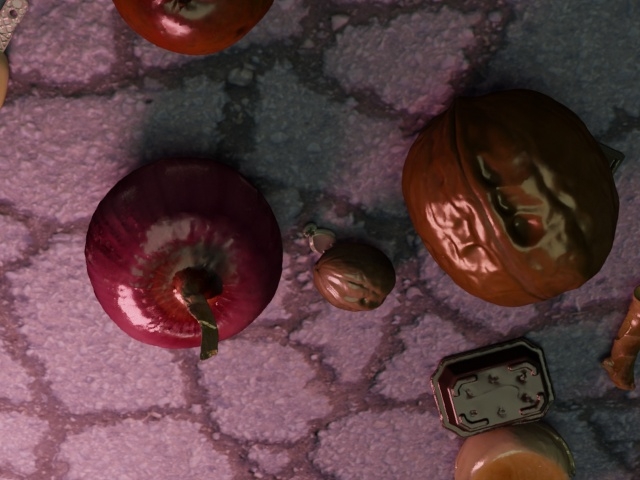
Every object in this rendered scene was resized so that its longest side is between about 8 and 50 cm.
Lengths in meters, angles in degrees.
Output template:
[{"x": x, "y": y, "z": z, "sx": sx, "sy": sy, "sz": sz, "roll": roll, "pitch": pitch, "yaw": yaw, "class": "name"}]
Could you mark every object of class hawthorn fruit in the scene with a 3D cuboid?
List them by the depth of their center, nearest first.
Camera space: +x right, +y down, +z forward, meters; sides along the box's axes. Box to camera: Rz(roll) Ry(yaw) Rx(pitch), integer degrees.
[{"x": -0.196, "y": -0.414, "z": 1.543, "sx": 0.277, "sy": 0.298, "sz": 0.277, "roll": -1, "pitch": 118, "yaw": -2, "class": "hawthorn fruit"}]

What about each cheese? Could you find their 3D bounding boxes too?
[{"x": -0.571, "y": -0.312, "z": 1.691, "sx": 0.127, "sy": 0.054, "sz": 0.251, "roll": 29, "pitch": 110, "yaw": -22, "class": "cheese"}]

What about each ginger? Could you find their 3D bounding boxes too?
[{"x": 0.680, "y": 0.193, "z": 2.076, "sx": 0.131, "sy": 0.086, "sz": 0.294, "roll": 2, "pitch": 125, "yaw": -18, "class": "ginger"}]

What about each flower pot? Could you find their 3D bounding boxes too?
[{"x": 0.363, "y": 0.314, "z": 2.059, "sx": 0.251, "sy": 0.084, "sz": 0.179, "roll": -15, "pitch": 92, "yaw": 2, "class": "flower pot"}]

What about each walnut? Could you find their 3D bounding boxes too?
[{"x": 0.332, "y": -0.077, "z": 1.752, "sx": 0.354, "sy": 0.308, "sz": 0.398, "roll": -31, "pitch": 101, "yaw": 20, "class": "walnut"}, {"x": 0.065, "y": 0.070, "z": 1.909, "sx": 0.162, "sy": 0.140, "sz": 0.140, "roll": 3, "pitch": 121, "yaw": -42, "class": "walnut"}]

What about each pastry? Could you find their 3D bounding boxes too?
[{"x": 0.420, "y": 0.498, "z": 2.168, "sx": 0.265, "sy": 0.133, "sz": 0.265, "roll": -3, "pitch": 118, "yaw": -5, "class": "pastry"}]

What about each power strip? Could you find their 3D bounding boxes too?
[{"x": 0.000, "y": 0.000, "z": 1.923, "sx": 0.055, "sy": 0.035, "sz": 0.083, "roll": -41, "pitch": 116, "yaw": 14, "class": "power strip"}]

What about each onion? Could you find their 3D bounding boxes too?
[{"x": -0.231, "y": 0.025, "z": 1.767, "sx": 0.358, "sy": 0.345, "sz": 0.358, "roll": -1, "pitch": 91, "yaw": -29, "class": "onion"}]

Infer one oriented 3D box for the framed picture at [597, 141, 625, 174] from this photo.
[{"x": 0.436, "y": -0.087, "z": 1.935, "sx": 0.209, "sy": 0.019, "sz": 0.281, "roll": 23, "pitch": 112, "yaw": -16, "class": "framed picture"}]
